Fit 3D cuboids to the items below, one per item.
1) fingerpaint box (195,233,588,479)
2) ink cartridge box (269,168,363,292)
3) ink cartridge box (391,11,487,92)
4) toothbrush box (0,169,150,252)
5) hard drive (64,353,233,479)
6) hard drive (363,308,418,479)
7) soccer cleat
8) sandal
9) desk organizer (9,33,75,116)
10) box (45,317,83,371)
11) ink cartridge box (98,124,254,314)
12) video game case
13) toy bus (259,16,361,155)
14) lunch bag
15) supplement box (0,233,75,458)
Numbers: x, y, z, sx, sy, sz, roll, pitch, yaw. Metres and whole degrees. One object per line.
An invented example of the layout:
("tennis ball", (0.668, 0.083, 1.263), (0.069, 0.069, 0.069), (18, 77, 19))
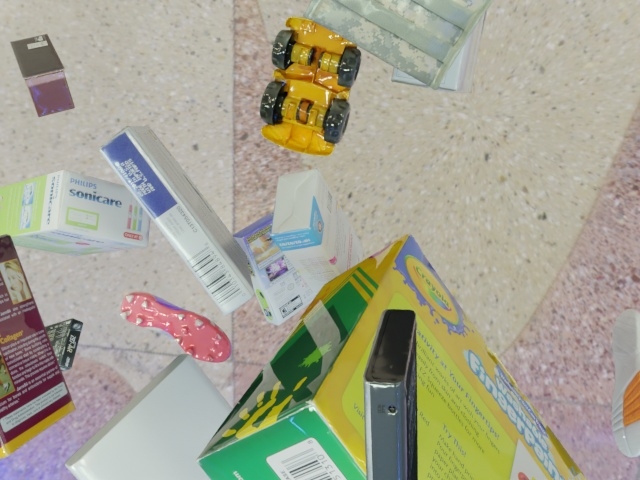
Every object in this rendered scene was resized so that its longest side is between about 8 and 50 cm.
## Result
("fingerpaint box", (0.126, 0.270, 0.764), (0.163, 0.371, 0.445), (-33, 99, 30))
("ink cartridge box", (0.000, 0.000, 0.943), (0.061, 0.104, 0.181), (-10, 141, 21))
("ink cartridge box", (0.251, -0.450, 1.326), (0.130, 0.272, 0.310), (13, 104, 16))
("toothbrush box", (-0.518, -0.048, 1.404), (0.283, 0.206, 0.122), (-7, 75, 39))
("hard drive", (-0.190, 0.387, 1.057), (0.047, 0.233, 0.353), (-10, 118, 54))
("hard drive", (0.042, 0.119, 0.384), (0.022, 0.094, 0.135), (0, 106, 11))
("soccer cleat", (-0.278, 0.165, 1.342), (0.247, 0.095, 0.083), (22, 96, 11))
("sandal", (0.582, 0.253, 1.216), (0.076, 0.102, 0.265), (12, 69, -8))
("desk organizer", (-0.336, -0.201, 0.819), (0.047, 0.130, 0.050), (-19, 130, -19))
("box", (-0.359, 0.145, 0.915), (0.083, 0.018, 0.067), (-18, 54, 34))
("ink cartridge box", (-0.241, -0.051, 1.184), (0.071, 0.330, 0.324), (-36, 103, -3))
("video game case", (-0.061, 0.035, 1.682), (0.061, 0.269, 0.244), (9, 124, 51))
("toy bus", (0.002, -0.286, 1.215), (0.149, 0.211, 0.220), (18, 116, 9))
("lunch bag", (0.147, -0.407, 0.980), (0.235, 0.169, 0.287), (28, 119, -8))
("supplement box", (-0.317, 0.099, 0.625), (0.080, 0.104, 0.188), (-18, 95, 15))
